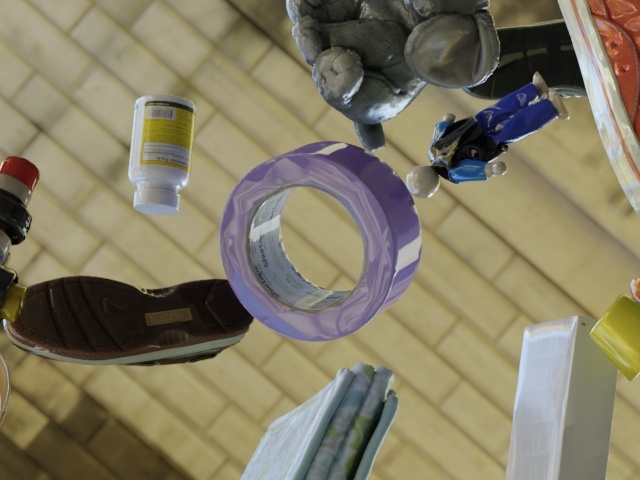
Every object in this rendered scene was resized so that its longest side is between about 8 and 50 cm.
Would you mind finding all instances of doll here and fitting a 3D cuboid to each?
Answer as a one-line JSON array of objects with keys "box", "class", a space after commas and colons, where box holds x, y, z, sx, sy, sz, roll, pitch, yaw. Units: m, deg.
[{"box": [0.174, -0.106, 1.817, 0.046, 0.189, 0.129, 57, -179, -41], "class": "doll"}]

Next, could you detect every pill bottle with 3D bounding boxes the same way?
[{"box": [-0.165, -0.088, 1.739, 0.065, 0.116, 0.065, 4, 167, 1], "class": "pill bottle"}]

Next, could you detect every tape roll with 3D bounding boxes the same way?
[{"box": [0.000, 0.000, 1.664, 0.189, 0.189, 0.080, 41, -156, 10], "class": "tape roll"}]

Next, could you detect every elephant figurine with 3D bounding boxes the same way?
[{"box": [0.103, -0.220, 1.640, 0.169, 0.239, 0.186, 67, -169, 9], "class": "elephant figurine"}]

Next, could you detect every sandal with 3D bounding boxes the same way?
[{"box": [0.322, -0.241, 2.236, 0.303, 0.120, 0.086, 1, -178, -8], "class": "sandal"}]

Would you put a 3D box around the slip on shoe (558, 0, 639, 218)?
[{"box": [0.232, -0.159, 1.203, 0.123, 0.101, 0.331, 43, -151, -50], "class": "slip on shoe"}]

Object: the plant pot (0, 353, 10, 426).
[{"box": [-0.414, 0.186, 1.671, 0.236, 0.236, 0.032, 43, 160, 49], "class": "plant pot"}]

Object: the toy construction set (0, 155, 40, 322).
[{"box": [-0.376, -0.037, 1.521, 0.237, 0.257, 0.308, 96, 170, -62], "class": "toy construction set"}]

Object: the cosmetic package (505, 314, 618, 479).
[{"box": [0.233, 0.198, 1.631, 0.060, 0.239, 0.099, 15, 166, -21], "class": "cosmetic package"}]

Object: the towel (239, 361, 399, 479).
[{"box": [-0.050, 0.329, 1.832, 0.090, 0.374, 0.320, 31, 154, -6], "class": "towel"}]

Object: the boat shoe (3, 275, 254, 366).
[{"box": [-0.199, 0.095, 1.715, 0.257, 0.095, 0.095, 2, -117, -20], "class": "boat shoe"}]

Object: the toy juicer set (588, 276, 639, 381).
[{"box": [0.395, -0.017, 1.567, 0.089, 0.329, 0.209, 40, -150, 9], "class": "toy juicer set"}]
